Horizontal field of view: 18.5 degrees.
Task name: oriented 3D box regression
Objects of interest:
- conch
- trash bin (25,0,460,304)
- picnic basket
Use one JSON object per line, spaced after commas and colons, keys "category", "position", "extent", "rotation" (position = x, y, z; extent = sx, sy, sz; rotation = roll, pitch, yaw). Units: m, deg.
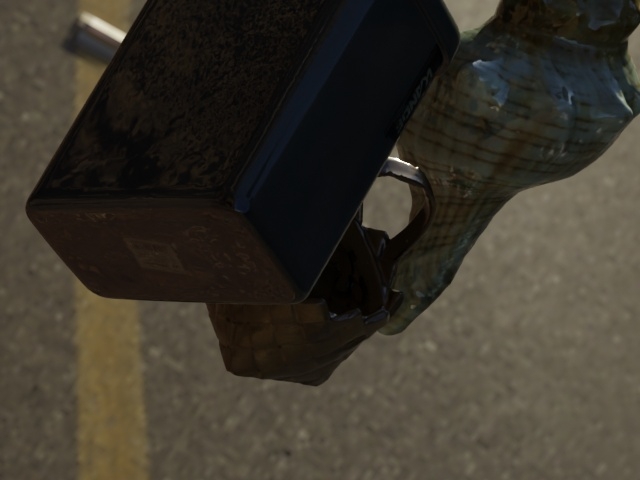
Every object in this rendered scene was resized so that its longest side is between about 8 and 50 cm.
{"category": "conch", "position": [0.128, -0.106, 1.568], "extent": [0.169, 0.386, 0.203], "rotation": [36, 15, -35]}
{"category": "trash bin", "position": [-0.035, -0.080, 1.062], "extent": [0.101, 0.176, 0.236], "rotation": [56, 48, -38]}
{"category": "picnic basket", "position": [0.000, 0.000, 1.332], "extent": [0.128, 0.178, 0.138], "rotation": [5, 50, -35]}
